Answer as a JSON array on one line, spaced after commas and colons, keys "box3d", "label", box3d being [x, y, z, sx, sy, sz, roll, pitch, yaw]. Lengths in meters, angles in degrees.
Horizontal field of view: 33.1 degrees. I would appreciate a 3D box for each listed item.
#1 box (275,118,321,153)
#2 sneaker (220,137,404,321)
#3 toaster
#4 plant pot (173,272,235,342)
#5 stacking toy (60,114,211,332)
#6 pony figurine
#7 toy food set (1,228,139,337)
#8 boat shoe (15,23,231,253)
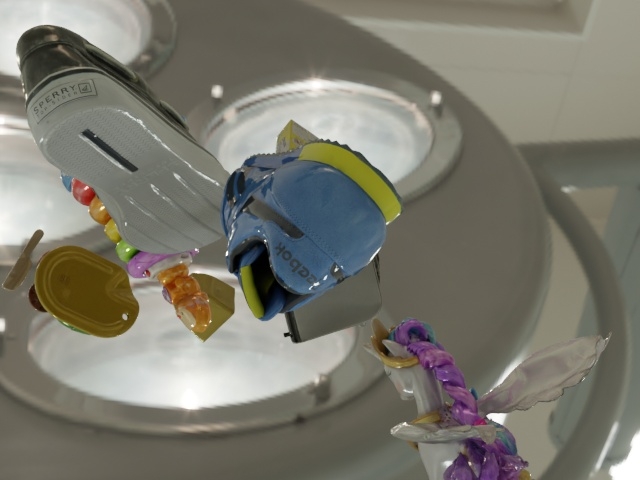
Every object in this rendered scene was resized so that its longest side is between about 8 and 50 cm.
[{"box3d": [-0.015, -0.098, 1.566, 0.105, 0.043, 0.179, 33, -156, -17], "label": "box"}, {"box3d": [-0.030, 0.001, 0.588, 0.069, 0.082, 0.209, 43, 165, -12], "label": "sneaker"}, {"box3d": [0.000, 0.000, 1.156, 0.110, 0.185, 0.168, -13, -171, 4], "label": "toaster"}, {"box3d": [-0.200, 0.102, 1.798, 0.083, 0.081, 0.081, 38, -160, -23], "label": "plant pot"}, {"box3d": [-0.226, -0.007, 1.488, 0.166, 0.175, 0.301, -19, -103, -29], "label": "stacking toy"}, {"box3d": [0.202, 0.266, 1.405, 0.303, 0.363, 0.351, -19, -176, -33], "label": "pony figurine"}, {"box3d": [-0.394, 0.079, 1.698, 0.218, 0.071, 0.128, 31, -124, -26], "label": "toy food set"}, {"box3d": [-0.165, -0.090, 0.988, 0.121, 0.335, 0.119, -23, -114, 3], "label": "boat shoe"}]
